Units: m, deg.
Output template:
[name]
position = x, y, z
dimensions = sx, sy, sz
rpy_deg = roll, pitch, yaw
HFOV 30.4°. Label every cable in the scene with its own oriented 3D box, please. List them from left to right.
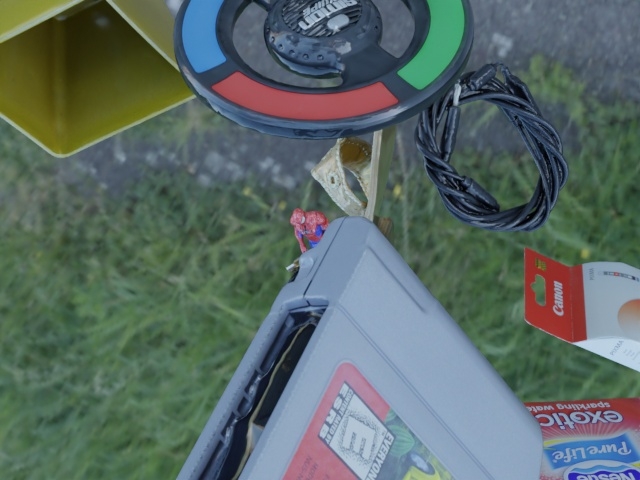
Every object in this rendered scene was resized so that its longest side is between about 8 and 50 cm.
[cable]
position = 0.180, -0.086, 1.227
dimensions = 0.184, 0.151, 0.047
rpy_deg = 63, 157, -10

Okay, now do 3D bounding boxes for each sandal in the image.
[sandal]
position = 0.029, -0.052, 1.163
dimensions = 0.079, 0.088, 0.240
rpy_deg = 8, 128, 13

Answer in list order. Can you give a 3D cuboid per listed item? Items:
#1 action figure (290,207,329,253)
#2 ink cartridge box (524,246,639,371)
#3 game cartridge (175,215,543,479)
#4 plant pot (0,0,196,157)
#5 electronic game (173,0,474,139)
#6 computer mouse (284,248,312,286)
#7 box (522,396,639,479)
[action figure]
position = 0.000, 0.000, 1.076
dimensions = 0.038, 0.030, 0.115
rpy_deg = -1, 152, 24
[ink cartridge box]
position = 0.321, 0.069, 1.343
dimensions = 0.179, 0.145, 0.045
rpy_deg = 25, 126, -8
[game cartridge]
position = 0.011, 0.158, 0.546
dimensions = 0.060, 0.294, 0.196
rpy_deg = -6, 134, 41
[plant pot]
position = -0.290, -0.256, 1.377
dimensions = 0.212, 0.187, 0.212
rpy_deg = -22, 148, 18
[electronic game]
position = 0.002, -0.162, 0.898
dimensions = 0.229, 0.229, 0.048
rpy_deg = 13, 142, 14
[computer mouse]
position = -0.013, 0.089, 1.215
dimensions = 0.042, 0.106, 0.193
rpy_deg = 23, 121, 18
[box]
position = 0.192, 0.205, 0.890
dimensions = 0.257, 0.128, 0.122
rpy_deg = -1, 120, -11
